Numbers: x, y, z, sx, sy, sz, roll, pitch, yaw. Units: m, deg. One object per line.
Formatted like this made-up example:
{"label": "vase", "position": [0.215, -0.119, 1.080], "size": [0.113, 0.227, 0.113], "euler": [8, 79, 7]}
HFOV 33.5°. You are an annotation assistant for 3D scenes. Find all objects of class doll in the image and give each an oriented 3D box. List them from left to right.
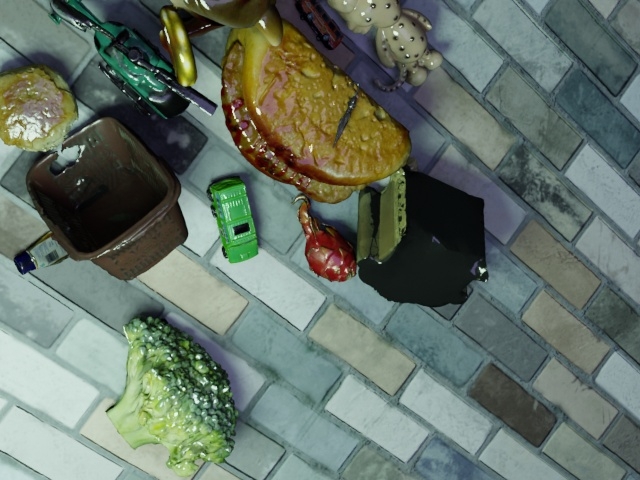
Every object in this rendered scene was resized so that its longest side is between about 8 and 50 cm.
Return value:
{"label": "doll", "position": [-0.199, -0.431, 1.732], "size": [0.209, 0.340, 0.317], "euler": [-5, 115, -29]}
{"label": "doll", "position": [0.125, -0.406, 1.990], "size": [0.154, 0.119, 0.278], "euler": [-39, 124, -8]}

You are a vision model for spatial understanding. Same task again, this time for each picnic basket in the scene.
{"label": "picnic basket", "position": [-0.347, -0.056, 1.785], "size": [0.222, 0.297, 0.129], "euler": [-37, 139, -9]}

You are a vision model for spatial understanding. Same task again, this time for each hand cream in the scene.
{"label": "hand cream", "position": [-0.463, 0.010, 1.887], "size": [0.163, 0.039, 0.062], "euler": [-28, 111, -20]}

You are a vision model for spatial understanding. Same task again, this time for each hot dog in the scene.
{"label": "hot dog", "position": [-0.036, -0.212, 1.924], "size": [0.405, 0.185, 0.223], "euler": [40, 85, -25]}

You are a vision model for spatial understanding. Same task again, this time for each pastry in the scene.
{"label": "pastry", "position": [-0.485, -0.224, 1.788], "size": [0.153, 0.081, 0.153], "euler": [-5, 104, -21]}

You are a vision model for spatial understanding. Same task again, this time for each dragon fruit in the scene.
{"label": "dragon fruit", "position": [0.000, 0.000, 2.060], "size": [0.094, 0.094, 0.190], "euler": [-33, 89, -12]}

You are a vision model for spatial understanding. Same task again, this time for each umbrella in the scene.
{"label": "umbrella", "position": [0.046, -0.216, 1.848], "size": [0.022, 0.013, 0.122], "euler": [17, 92, -15]}

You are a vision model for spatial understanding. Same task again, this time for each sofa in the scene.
{"label": "sofa", "position": [0.189, -0.002, 2.086], "size": [0.258, 0.182, 0.200], "euler": [21, 54, -26]}

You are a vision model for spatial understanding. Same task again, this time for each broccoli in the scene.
{"label": "broccoli", "position": [-0.290, 0.296, 1.946], "size": [0.245, 0.288, 0.248], "euler": [-36, 153, 5]}

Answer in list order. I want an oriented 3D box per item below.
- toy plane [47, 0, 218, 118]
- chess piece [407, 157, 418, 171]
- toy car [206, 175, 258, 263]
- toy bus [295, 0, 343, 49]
{"label": "toy plane", "position": [-0.337, -0.328, 1.791], "size": [0.106, 0.155, 0.381], "euler": [-46, 99, -6]}
{"label": "chess piece", "position": [0.191, -0.118, 2.128], "size": [0.035, 0.035, 0.092], "euler": [-32, 117, -13]}
{"label": "toy car", "position": [-0.158, -0.035, 1.985], "size": [0.071, 0.062, 0.165], "euler": [-18, 110, -18]}
{"label": "toy bus", "position": [-0.001, -0.406, 1.974], "size": [0.043, 0.031, 0.110], "euler": [-46, 115, -13]}
